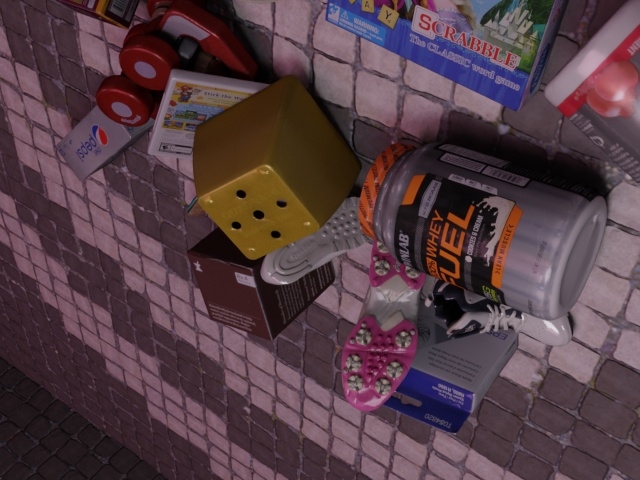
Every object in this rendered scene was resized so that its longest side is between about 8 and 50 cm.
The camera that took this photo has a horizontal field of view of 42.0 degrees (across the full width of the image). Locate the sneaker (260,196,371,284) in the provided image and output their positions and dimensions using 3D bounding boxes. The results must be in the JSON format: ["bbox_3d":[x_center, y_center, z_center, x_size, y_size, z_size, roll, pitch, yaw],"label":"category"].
[{"bbox_3d":[0.000,0.000,1.423,0.090,0.235,0.095,61,165,6],"label":"sneaker"}]

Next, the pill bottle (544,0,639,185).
[{"bbox_3d":[0.423,-0.123,0.927,0.318,0.176,0.176,44,143,4],"label":"pill bottle"}]

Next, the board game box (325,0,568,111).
[{"bbox_3d":[0.164,-0.365,1.048,0.318,0.066,0.318,30,140,21],"label":"board game box"}]

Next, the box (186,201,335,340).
[{"bbox_3d":[-0.107,0.048,1.569,0.168,0.203,0.167,15,132,37],"label":"box"}]

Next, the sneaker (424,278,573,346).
[{"bbox_3d":[0.270,0.124,1.316,0.235,0.153,0.094,38,143,12],"label":"sneaker"}]

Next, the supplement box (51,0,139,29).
[{"bbox_3d":[-0.410,-0.455,1.472,0.188,0.081,0.104,24,93,27],"label":"supplement box"}]

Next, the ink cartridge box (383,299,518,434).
[{"bbox_3d":[0.186,0.201,1.408,0.223,0.224,0.045,17,134,32],"label":"ink cartridge box"}]

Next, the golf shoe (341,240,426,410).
[{"bbox_3d":[0.115,0.133,1.383,0.115,0.306,0.140,16,172,10],"label":"golf shoe"}]

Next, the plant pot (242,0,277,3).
[{"bbox_3d":[-0.150,-0.475,1.135,0.274,0.256,0.257,31,143,46],"label":"plant pot"}]

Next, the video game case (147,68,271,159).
[{"bbox_3d":[-0.164,-0.201,1.424,0.226,0.026,0.206,6,148,-21],"label":"video game case"}]

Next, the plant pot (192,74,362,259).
[{"bbox_3d":[-0.082,-0.096,1.339,0.212,0.187,0.212,-24,123,27],"label":"plant pot"}]

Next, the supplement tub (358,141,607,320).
[{"bbox_3d":[0.225,-0.025,1.192,0.316,0.193,0.194,21,136,30],"label":"supplement tub"}]

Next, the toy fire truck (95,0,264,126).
[{"bbox_3d":[-0.224,-0.283,1.447,0.253,0.169,0.302,28,146,-19],"label":"toy fire truck"}]

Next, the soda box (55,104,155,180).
[{"bbox_3d":[-0.448,-0.223,1.745,0.286,0.091,0.098,-24,104,51],"label":"soda box"}]

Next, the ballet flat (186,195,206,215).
[{"bbox_3d":[-0.212,-0.094,1.658,0.067,0.073,0.206,32,147,-5],"label":"ballet flat"}]
